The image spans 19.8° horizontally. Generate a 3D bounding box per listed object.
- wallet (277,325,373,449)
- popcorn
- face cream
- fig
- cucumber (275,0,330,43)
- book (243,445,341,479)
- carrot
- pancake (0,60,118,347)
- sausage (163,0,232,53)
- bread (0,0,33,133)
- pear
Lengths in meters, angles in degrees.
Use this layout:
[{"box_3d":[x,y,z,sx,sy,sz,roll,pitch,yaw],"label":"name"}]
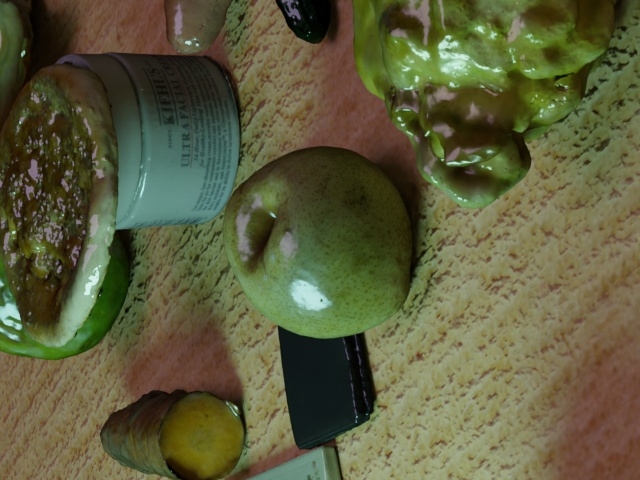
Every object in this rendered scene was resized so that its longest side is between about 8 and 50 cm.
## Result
[{"box_3d":[-0.010,0.062,1.677,0.124,0.025,0.244,-34,64,55],"label":"wallet"},{"box_3d":[0.106,-0.157,1.307,0.233,0.192,0.266,138,141,-59],"label":"popcorn"},{"box_3d":[-0.183,-0.101,1.839,0.177,0.153,0.177,11,103,58],"label":"face cream"},{"box_3d":[-0.324,0.023,2.079,0.275,0.206,0.206,-145,57,-76],"label":"fig"},{"box_3d":[-0.029,-0.277,1.669,0.058,0.052,0.215,-20,76,30],"label":"cucumber"},{"box_3d":[-0.034,0.297,1.737,0.232,0.022,0.162,-33,64,56],"label":"book"},{"box_3d":[-0.174,0.204,1.899,0.263,0.102,0.102,-11,82,60],"label":"carrot"},{"box_3d":[-0.257,-0.033,1.778,0.282,0.049,0.282,-2,88,58],"label":"pancake"},{"box_3d":[-0.096,-0.327,1.757,0.078,0.078,0.304,39,123,52],"label":"sausage"},{"box_3d":[-0.454,-0.278,2.254,0.370,0.191,0.314,20,104,52],"label":"bread"},{"box_3d":[0.000,0.000,1.552,0.167,0.136,0.167,-8,81,57],"label":"pear"}]
